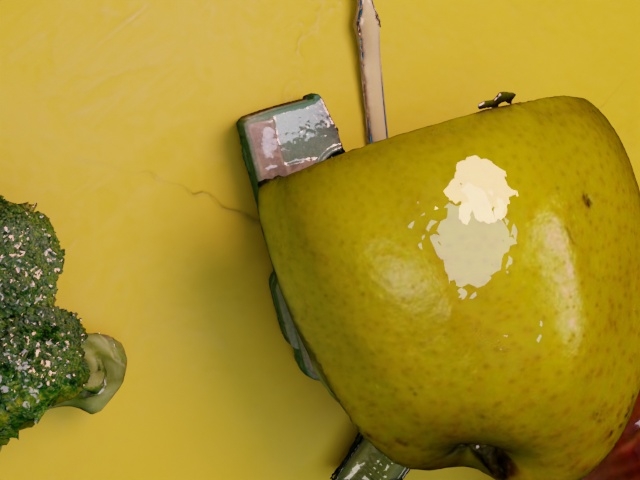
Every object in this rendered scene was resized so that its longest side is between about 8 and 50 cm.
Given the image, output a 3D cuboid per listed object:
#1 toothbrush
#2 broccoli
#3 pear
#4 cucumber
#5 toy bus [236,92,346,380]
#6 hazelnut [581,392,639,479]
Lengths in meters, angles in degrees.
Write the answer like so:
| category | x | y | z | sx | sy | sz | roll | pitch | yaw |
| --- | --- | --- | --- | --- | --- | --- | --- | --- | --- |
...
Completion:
| category | x | y | z | sx | sy | sz | roll | pitch | yaw |
| --- | --- | --- | --- | --- | --- | --- | --- | --- | --- |
| toothbrush | 0.045 | -0.171 | 1.223 | 0.026 | 0.028 | 0.294 | -10 | 97 | -17 |
| broccoli | -0.272 | 0.072 | 1.051 | 0.254 | 0.269 | 0.269 | -24 | 105 | 27 |
| pear | 0.151 | 0.054 | 1.088 | 0.342 | 0.238 | 0.318 | -11 | 86 | -50 |
| cucumber | 0.091 | 0.147 | 1.252 | 0.070 | 0.046 | 0.220 | 36 | 83 | -20 |
| toy bus | 0.000 | 0.000 | 1.191 | 0.109 | 0.091 | 0.262 | -15 | 97 | -7 |
| hazelnut | 0.278 | 0.201 | 1.232 | 0.229 | 0.229 | 0.230 | -1 | 94 | -19 |
